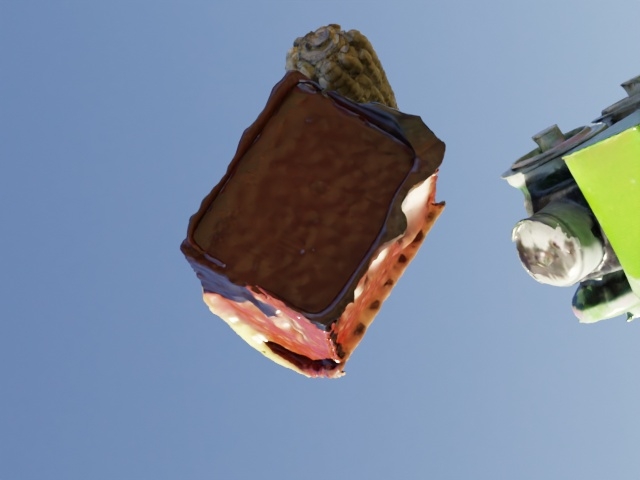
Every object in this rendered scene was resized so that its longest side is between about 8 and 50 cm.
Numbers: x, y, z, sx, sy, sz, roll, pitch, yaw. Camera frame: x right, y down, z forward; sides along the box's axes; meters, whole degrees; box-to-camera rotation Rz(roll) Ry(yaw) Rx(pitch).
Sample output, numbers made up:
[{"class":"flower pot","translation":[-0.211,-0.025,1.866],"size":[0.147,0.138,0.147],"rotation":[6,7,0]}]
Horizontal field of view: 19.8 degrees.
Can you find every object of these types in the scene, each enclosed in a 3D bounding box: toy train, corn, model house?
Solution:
[{"class":"toy train","translation":[0.308,-0.057,1.500],"size":[0.307,0.249,0.173],"rotation":[-30,-86,-38]},{"class":"corn","translation":[0.034,-0.109,1.675],"size":[0.211,0.087,0.087],"rotation":[61,-150,-45]},{"class":"model house","translation":[0.000,0.000,1.584],"size":[0.196,0.160,0.254],"rotation":[-59,-11,-16]}]
